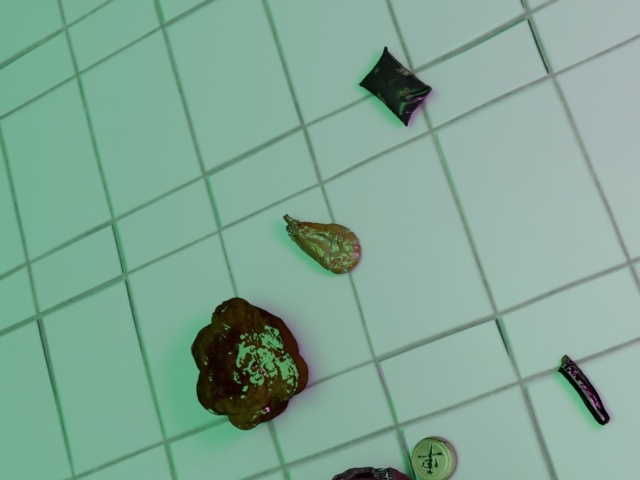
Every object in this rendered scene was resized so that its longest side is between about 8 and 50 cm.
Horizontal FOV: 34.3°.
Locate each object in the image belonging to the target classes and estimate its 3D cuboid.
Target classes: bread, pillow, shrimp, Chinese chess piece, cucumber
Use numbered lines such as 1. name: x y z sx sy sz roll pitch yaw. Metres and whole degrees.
1. bread: -0.145 0.238 2.007 0.232 0.135 0.247 -40 67 16
2. pillow: 0.146 -0.297 1.999 0.090 0.048 0.150 -46 60 4
3. shrimp: 0.000 0.000 2.031 0.184 0.043 0.091 27 87 21
4. Chinese chess piece: 0.204 0.394 1.861 0.084 0.034 0.084 -4 81 27
5. cucumber: 0.449 0.253 1.763 0.034 0.033 0.135 -30 67 -16

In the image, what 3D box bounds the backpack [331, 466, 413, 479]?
1. backpack: 0.027 0.508 1.774 0.283 0.317 0.197 -31 70 20
